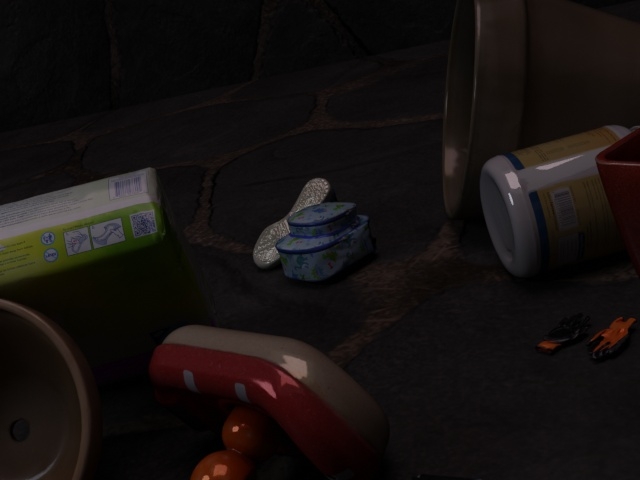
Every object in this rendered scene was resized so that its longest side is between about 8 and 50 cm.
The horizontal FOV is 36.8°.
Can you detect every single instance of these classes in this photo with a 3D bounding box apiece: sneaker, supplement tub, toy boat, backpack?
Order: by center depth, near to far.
[{"bbox_3d":[-0.059,0.168,0.816,0.231,0.151,0.151,3,56,40],"label":"toy boat"},{"bbox_3d":[0.295,-0.048,1.090,0.199,0.144,0.144,-15,20,-3],"label":"supplement tub"},{"bbox_3d":[0.000,0.000,1.253,0.105,0.084,0.114,4,30,46],"label":"backpack"},{"bbox_3d":[-0.027,-0.010,1.352,0.058,0.084,0.152,31,79,30],"label":"sneaker"}]

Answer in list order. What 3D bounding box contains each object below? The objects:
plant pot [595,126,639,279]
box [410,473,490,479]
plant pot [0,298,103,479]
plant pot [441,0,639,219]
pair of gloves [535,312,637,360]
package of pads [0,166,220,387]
[{"bbox_3d":[0.410,0.006,0.737,0.267,0.236,0.267,-30,25,-34],"label":"plant pot"},{"bbox_3d":[0.119,0.224,0.587,0.180,0.077,0.147,-2,24,30],"label":"box"},{"bbox_3d":[-0.296,0.173,0.866,0.237,0.237,0.110,-11,-11,9],"label":"plant pot"},{"bbox_3d":[0.315,-0.177,1.260,0.280,0.323,0.323,4,21,0],"label":"plant pot"},{"bbox_3d":[0.259,0.093,0.935,0.083,0.010,0.074,2,27,45],"label":"pair of gloves"},{"bbox_3d":[-0.243,0.056,1.005,0.229,0.296,0.101,-15,60,-2],"label":"package of pads"}]
